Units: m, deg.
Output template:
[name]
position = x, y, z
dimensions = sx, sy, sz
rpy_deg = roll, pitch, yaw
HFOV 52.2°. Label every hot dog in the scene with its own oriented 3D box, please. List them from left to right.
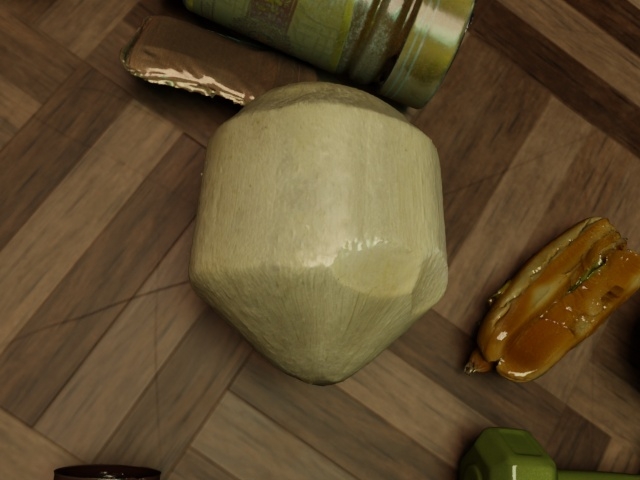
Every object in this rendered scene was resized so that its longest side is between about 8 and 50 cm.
[hot dog]
position = 0.265, 0.067, 0.739
dimensions = 0.269, 0.072, 0.109
rpy_deg = -34, 85, -19

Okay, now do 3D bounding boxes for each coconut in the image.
[coconut]
position = 0.000, 0.000, 0.611
dimensions = 0.237, 0.237, 0.266
rpy_deg = 9, 71, -11

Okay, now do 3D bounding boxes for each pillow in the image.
[pillow]
position = -0.101, -0.187, 0.707
dimensions = 0.211, 0.034, 0.135
rpy_deg = 17, 39, -9

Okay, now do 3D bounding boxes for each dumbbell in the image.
[dumbbell]
position = 0.296, 0.266, 0.679
dimensions = 0.302, 0.121, 0.108
rpy_deg = 7, 104, -10

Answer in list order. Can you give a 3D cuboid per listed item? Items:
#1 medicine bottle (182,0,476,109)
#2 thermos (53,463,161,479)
[medicine bottle]
position = -0.007, -0.275, 0.712
dimensions = 0.322, 0.151, 0.151
rpy_deg = 22, 73, -7
[thermos]
position = -0.193, 0.320, 0.566
dimensions = 0.124, 0.099, 0.232
rpy_deg = 15, 72, -46
